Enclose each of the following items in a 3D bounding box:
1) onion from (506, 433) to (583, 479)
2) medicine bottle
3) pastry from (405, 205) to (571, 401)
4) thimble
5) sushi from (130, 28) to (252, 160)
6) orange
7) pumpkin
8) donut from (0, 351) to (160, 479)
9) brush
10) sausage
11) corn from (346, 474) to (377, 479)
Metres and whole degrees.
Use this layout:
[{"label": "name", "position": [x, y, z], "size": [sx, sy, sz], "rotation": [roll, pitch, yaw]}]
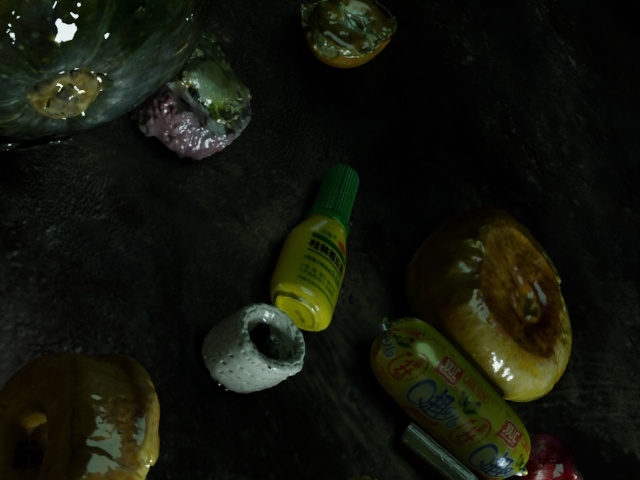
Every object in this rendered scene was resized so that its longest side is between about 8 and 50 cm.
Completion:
[{"label": "onion", "position": [0.357, 0.375, 1.845], "size": [0.131, 0.131, 0.131], "rotation": [27, 48, -35]}, {"label": "medicine bottle", "position": [0.000, 0.000, 1.727], "size": [0.111, 0.076, 0.309], "rotation": [48, 38, -27]}, {"label": "pastry", "position": [0.283, 0.106, 1.910], "size": [0.356, 0.164, 0.355], "rotation": [30, 48, -40]}, {"label": "thimble", "position": [-0.089, 0.143, 1.524], "size": [0.115, 0.090, 0.102], "rotation": [39, 39, -22]}, {"label": "sushi", "position": [-0.178, -0.231, 1.657], "size": [0.161, 0.107, 0.241], "rotation": [26, 48, -40]}, {"label": "orange", "position": [0.042, -0.356, 1.975], "size": [0.170, 0.112, 0.160], "rotation": [11, 59, -5]}, {"label": "pumpkin", "position": [-0.325, -0.279, 1.236], "size": [0.454, 0.454, 0.344], "rotation": [-14, 67, -51]}, {"label": "donut", "position": [-0.259, 0.220, 1.184], "size": [0.114, 0.227, 0.226], "rotation": [22, 51, -40]}, {"label": "brush", "position": [0.213, 0.362, 1.730], "size": [0.248, 0.036, 0.043], "rotation": [39, 51, -8]}, {"label": "sausage", "position": [0.197, 0.245, 1.748], "size": [0.347, 0.123, 0.123], "rotation": [46, 40, -15]}, {"label": "corn", "position": [0.003, 0.402, 1.450], "size": [0.101, 0.101, 0.310], "rotation": [59, 37, -1]}]
